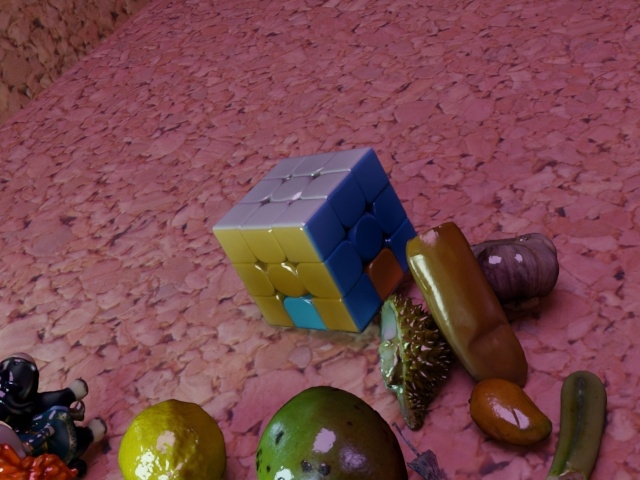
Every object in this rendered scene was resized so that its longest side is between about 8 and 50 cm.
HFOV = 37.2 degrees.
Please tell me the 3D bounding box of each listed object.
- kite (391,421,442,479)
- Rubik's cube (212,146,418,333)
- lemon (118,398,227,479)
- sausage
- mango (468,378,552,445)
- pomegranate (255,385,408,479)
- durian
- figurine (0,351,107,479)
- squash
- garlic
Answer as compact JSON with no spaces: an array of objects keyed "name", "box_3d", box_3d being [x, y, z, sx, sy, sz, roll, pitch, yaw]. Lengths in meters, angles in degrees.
[{"name":"kite","box_3d":[0.177,0.388,1.695,0.011,0.139,0.157,-42,75,16]},{"name":"Rubik's cube","box_3d":[0.000,0.000,2.087,0.291,0.292,0.290,-1,38,43]},{"name":"lemon","box_3d":[-0.277,0.405,1.783,0.204,0.204,0.260,-23,17,-6]},{"name":"sausage","box_3d":[0.284,0.139,1.842,0.134,0.354,0.116,-24,-3,-32]},{"name":"mango","box_3d":[0.338,0.317,1.729,0.115,0.089,0.165,-19,38,-16]},{"name":"pomegranate","box_3d":[-0.017,0.395,1.628,0.323,0.291,0.291,-23,34,10]},{"name":"durian","box_3d":[0.172,0.221,1.883,0.166,0.172,0.306,-34,39,20]},{"name":"figurine","box_3d":[-0.588,0.399,1.838,0.241,0.306,0.412,-12,33,26]},{"name":"squash","box_3d":[0.452,0.331,1.669,0.083,0.083,0.250,1,43,25]},{"name":"garlic","box_3d":[0.383,0.074,1.980,0.245,0.160,0.245,-13,8,2]}]
